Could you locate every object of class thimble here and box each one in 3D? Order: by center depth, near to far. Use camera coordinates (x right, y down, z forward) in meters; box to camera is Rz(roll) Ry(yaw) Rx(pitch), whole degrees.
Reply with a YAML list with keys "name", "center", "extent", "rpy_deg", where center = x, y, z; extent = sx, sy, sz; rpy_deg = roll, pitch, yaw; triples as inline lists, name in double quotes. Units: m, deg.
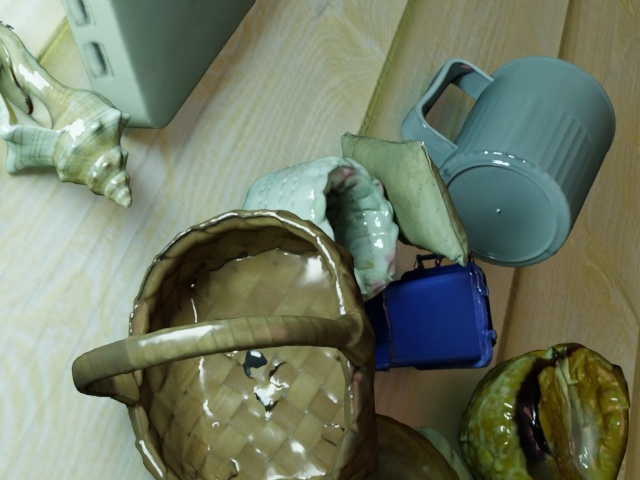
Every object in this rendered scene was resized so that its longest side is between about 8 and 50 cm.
- name: "thimble"
  center: [0.000, 0.000, 1.319]
  extent: [0.185, 0.149, 0.211]
  rpy_deg: [9, 71, -52]

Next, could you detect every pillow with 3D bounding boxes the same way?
- name: "pillow"
  center: [0.114, -0.067, 1.411]
  extent: [0.074, 0.302, 0.185]
  rpy_deg: [-28, 105, -12]

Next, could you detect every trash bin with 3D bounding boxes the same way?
- name: "trash bin"
  center: [0.131, 0.110, 1.440]
  extent: [0.234, 0.162, 0.184]
  rpy_deg: [-4, 84, -44]

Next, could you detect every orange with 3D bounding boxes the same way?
- name: "orange"
  center: [0.349, 0.317, 1.582]
  extent: [0.368, 0.210, 0.271]
  rpy_deg: [-10, 79, -52]

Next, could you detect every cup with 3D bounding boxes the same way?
- name: "cup"
  center: [0.338, -0.162, 1.711]
  extent: [0.331, 0.256, 0.311]
  rpy_deg: [57, 42, -23]

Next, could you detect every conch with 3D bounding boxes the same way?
- name: "conch"
  center: [-0.289, -0.114, 1.044]
  extent: [0.233, 0.114, 0.137]
  rpy_deg: [28, 36, 0]

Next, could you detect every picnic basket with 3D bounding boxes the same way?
- name: "picnic basket"
  center: [-0.095, 0.124, 1.012]
  extent: [0.337, 0.292, 0.337]
  rpy_deg: [-13, 90, -73]

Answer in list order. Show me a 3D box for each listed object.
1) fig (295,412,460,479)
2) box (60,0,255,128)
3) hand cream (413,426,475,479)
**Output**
- name: "fig"
  center: [0.101, 0.340, 1.154]
  extent: [0.286, 0.368, 0.286]
  rpy_deg: [11, 74, -39]
- name: "box"
  center: [-0.192, -0.367, 1.157]
  extent: [0.373, 0.090, 0.367]
  rpy_deg: [80, 27, -43]
- name: "hand cream"
  center: [0.209, 0.403, 1.478]
  extent: [0.306, 0.093, 0.147]
  rpy_deg: [54, 36, -26]
